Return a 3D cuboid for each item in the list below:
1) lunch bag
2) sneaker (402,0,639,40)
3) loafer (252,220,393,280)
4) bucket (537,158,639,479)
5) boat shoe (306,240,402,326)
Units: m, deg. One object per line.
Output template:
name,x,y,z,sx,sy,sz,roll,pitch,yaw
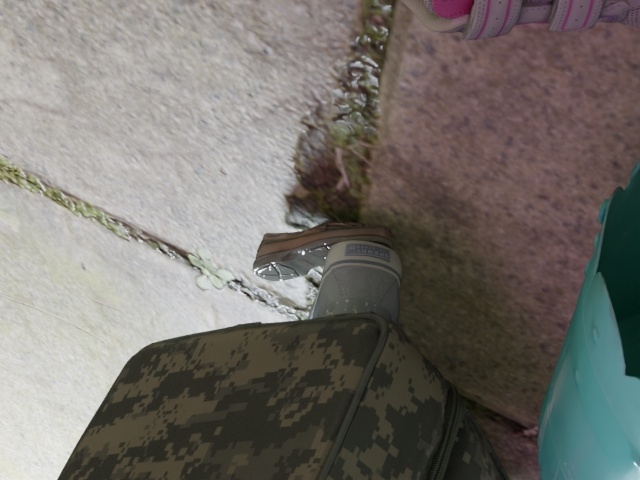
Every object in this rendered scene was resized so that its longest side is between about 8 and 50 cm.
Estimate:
lunch bag,-0.011,0.212,0.885,0.305,0.212,0.256,-14,130,39
sneaker,0.105,-0.147,0.620,0.252,0.111,0.103,17,141,23
loafer,0.000,0.000,0.938,0.125,0.039,0.045,-14,148,32
bucket,0.256,0.086,0.644,0.281,0.281,0.183,27,146,10
boat shoe,0.022,0.085,0.956,0.079,0.081,0.227,9,151,3
